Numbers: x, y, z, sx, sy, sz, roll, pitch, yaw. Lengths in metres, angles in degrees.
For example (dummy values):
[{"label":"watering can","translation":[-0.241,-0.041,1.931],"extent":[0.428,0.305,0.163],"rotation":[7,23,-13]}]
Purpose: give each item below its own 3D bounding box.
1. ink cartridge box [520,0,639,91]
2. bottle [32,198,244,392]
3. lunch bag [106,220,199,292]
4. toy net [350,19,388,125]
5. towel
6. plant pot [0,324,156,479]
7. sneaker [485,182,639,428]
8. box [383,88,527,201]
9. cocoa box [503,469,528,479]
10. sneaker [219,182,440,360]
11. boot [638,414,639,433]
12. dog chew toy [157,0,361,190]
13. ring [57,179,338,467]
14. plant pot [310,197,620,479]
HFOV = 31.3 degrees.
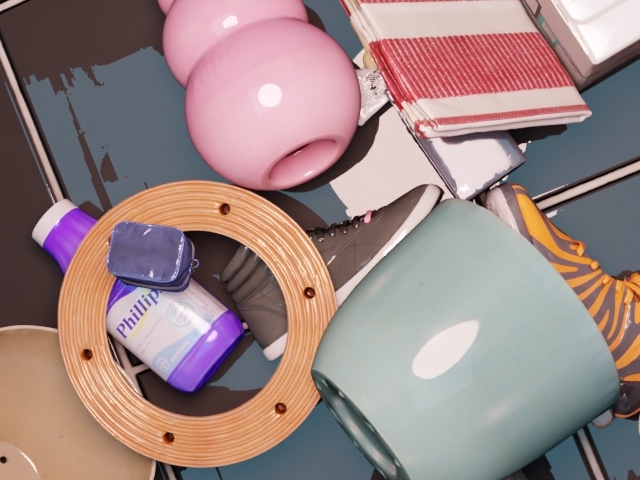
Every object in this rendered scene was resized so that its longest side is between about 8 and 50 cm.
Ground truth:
[{"label":"ink cartridge box","translation":[0.319,-0.305,1.245],"extent":[0.198,0.270,0.197],"rotation":[-31,87,7]},{"label":"bottle","translation":[-0.231,0.062,1.415],"extent":[0.283,0.092,0.118],"rotation":[40,97,5]},{"label":"lunch bag","translation":[-0.187,0.020,1.297],"extent":[0.098,0.065,0.067],"rotation":[9,77,8]},{"label":"toy net","translation":[0.092,-0.248,1.393],"extent":[0.122,0.045,0.232],"rotation":[18,95,5]},{"label":"towel","translation":[0.131,-0.249,1.251],"extent":[0.237,0.037,0.329],"rotation":[-10,61,-33]},{"label":"plant pot","translation":[-0.367,0.271,1.373],"extent":[0.284,0.284,0.191],"rotation":[50,133,4]},{"label":"sneaker","translation":[0.324,0.046,1.329],"extent":[0.180,0.124,0.321],"rotation":[-29,106,1]},{"label":"box","translation":[0.157,-0.127,1.327],"extent":[0.093,0.158,0.156],"rotation":[-34,87,7]},{"label":"cocoa box","translation":[0.164,0.407,1.242],"extent":[0.228,0.347,0.231],"rotation":[-31,88,8]},{"label":"sneaker","translation":[0.000,0.000,1.376],"extent":[0.296,0.104,0.147],"rotation":[-42,91,11]},{"label":"boot","translation":[0.479,0.163,1.296],"extent":[0.176,0.088,0.244],"rotation":[35,91,-35]},{"label":"dog chew toy","translation":[-0.091,-0.225,1.341],"extent":[0.206,0.206,0.332],"rotation":[-30,71,7]},{"label":"ring","translation":[-0.144,0.097,1.341],"extent":[0.336,0.032,0.337],"rotation":[0,92,7]},{"label":"plant pot","translation":[0.134,0.140,1.237],"extent":[0.235,0.293,0.293],"rotation":[-38,86,-13]}]
